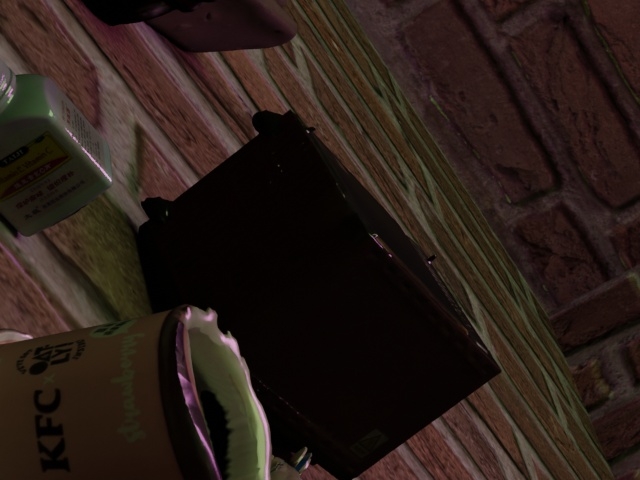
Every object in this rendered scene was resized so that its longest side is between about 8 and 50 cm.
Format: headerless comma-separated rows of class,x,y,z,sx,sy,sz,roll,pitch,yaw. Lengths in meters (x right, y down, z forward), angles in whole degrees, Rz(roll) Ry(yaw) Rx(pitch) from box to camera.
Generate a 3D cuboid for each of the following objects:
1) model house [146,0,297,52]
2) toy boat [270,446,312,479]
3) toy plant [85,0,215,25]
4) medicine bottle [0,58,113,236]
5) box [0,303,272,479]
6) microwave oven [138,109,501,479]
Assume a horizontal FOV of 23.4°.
model house,-0.139,-0.299,1.677,0.188,0.122,0.229,62,14,20
toy boat,-0.040,0.200,1.024,0.084,0.066,0.210,57,13,-13
toy plant,-0.135,-0.320,1.453,0.218,0.235,0.175,59,10,-8
medicine bottle,-0.194,-0.067,0.978,0.118,0.074,0.055,53,14,-36
box,-0.101,0.105,0.753,0.151,0.135,0.151,-16,90,-77
microwave oven,-0.008,0.051,1.240,0.247,0.188,0.178,43,15,-45
